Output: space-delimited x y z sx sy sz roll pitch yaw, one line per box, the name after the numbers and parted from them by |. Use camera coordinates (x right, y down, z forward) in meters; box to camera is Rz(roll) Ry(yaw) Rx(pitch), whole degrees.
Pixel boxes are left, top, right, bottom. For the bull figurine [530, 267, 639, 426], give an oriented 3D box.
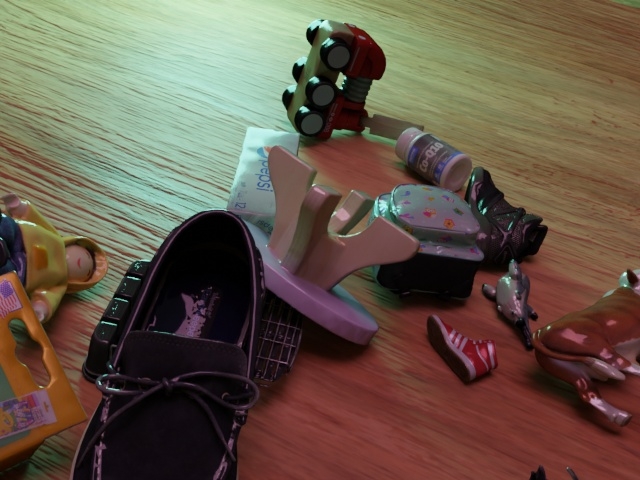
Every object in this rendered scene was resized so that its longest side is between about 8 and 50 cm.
0.436 0.140 1.299 0.310 0.101 0.188 -19 44 -34 | bull figurine

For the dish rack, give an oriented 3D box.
-0.162 0.121 1.230 0.271 0.074 0.208 12 36 2 | dish rack

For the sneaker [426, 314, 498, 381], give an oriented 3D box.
0.203 0.146 1.293 0.067 0.042 0.118 -14 48 -23 | sneaker

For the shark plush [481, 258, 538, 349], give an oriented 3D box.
0.309 0.095 1.384 0.067 0.073 0.161 29 21 -24 | shark plush

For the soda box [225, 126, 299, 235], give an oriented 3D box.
-0.094 -0.083 1.519 0.098 0.091 0.286 7 34 -2 | soda box

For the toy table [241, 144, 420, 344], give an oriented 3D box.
0.000 0.000 1.288 0.274 0.161 0.252 34 11 3 | toy table

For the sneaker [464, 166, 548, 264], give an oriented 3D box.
0.307 -0.038 1.549 0.130 0.087 0.228 8 37 -4 | sneaker

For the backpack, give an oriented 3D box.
0.155 -0.009 1.420 0.165 0.145 0.188 4 24 -13 | backpack

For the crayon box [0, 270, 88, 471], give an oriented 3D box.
-0.447 0.183 0.984 0.322 0.083 0.203 -22 76 -36 | crayon box

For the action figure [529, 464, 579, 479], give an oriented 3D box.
0.228 0.345 0.912 0.140 0.164 0.275 10 36 44 | action figure

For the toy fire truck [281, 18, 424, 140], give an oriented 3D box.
0.081 -0.286 1.766 0.246 0.217 0.158 8 31 -27 | toy fire truck

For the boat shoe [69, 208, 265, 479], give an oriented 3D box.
-0.161 0.170 1.016 0.186 0.156 0.500 12 52 -1 | boat shoe

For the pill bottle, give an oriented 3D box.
0.208 -0.153 1.698 0.078 0.078 0.137 -20 43 -35 | pill bottle

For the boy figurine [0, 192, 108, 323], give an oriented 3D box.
-0.378 0.030 1.206 0.092 0.285 0.177 -17 75 12 | boy figurine
